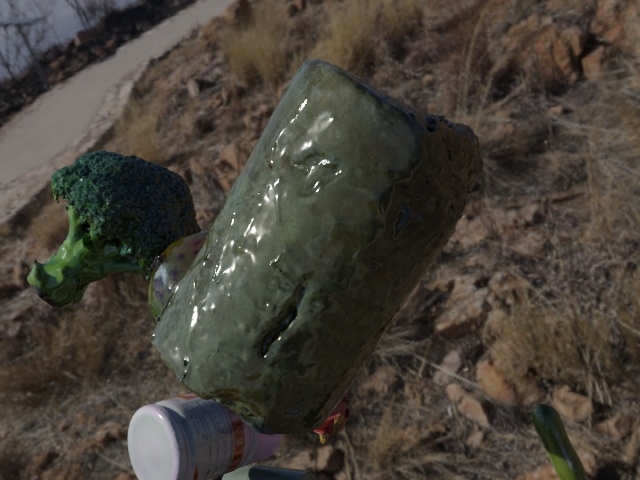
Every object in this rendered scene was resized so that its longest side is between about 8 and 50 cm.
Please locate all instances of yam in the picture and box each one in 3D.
[{"bbox_3d":[0.000,0.000,0.636,0.300,0.195,0.195,-58,22,9],"label":"yam"}]

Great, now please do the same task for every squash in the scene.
[{"bbox_3d":[0.418,0.364,1.247,0.052,0.183,0.052,-28,1,1],"label":"squash"}]

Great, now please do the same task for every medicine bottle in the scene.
[{"bbox_3d":[-0.263,0.450,1.675,0.202,0.202,0.316,2,5,42],"label":"medicine bottle"}]

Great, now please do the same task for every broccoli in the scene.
[{"bbox_3d":[-0.348,-0.013,1.230,0.297,0.297,0.297,-40,23,6],"label":"broccoli"}]

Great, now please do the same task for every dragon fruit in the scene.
[{"bbox_3d":[0.014,0.371,1.595,0.112,0.068,0.126,35,47,14],"label":"dragon fruit"}]

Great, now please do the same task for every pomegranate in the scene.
[{"bbox_3d":[-0.144,0.092,1.078,0.202,0.248,0.202,-44,27,30],"label":"pomegranate"}]

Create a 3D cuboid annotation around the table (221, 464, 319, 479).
[{"bbox_3d":[-0.124,0.620,1.768,0.220,0.126,0.126,-3,28,29],"label":"table"}]
